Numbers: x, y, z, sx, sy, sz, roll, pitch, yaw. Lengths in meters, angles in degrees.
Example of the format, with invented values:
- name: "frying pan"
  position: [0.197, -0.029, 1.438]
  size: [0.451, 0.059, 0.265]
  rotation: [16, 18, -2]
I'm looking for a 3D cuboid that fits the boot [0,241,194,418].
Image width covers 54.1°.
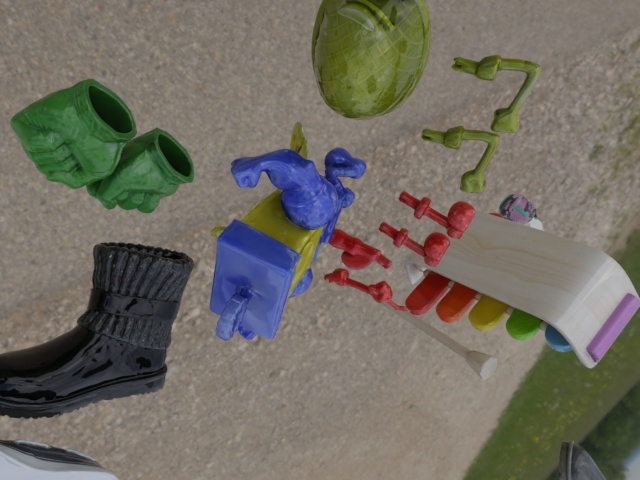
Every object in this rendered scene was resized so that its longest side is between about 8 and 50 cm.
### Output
- name: "boot"
  position: [-0.385, 0.131, 1.037]
  size: [0.348, 0.131, 0.260]
  rotation: [-1, 110, -49]

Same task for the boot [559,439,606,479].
- name: "boot"
  position: [0.393, 0.309, 0.711]
  size: [0.208, 0.190, 0.076]
  rotation: [-12, -164, 33]

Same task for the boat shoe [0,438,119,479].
- name: "boat shoe"
  position: [-0.440, 0.336, 0.903]
  size: [0.301, 0.102, 0.108]
  rotation: [23, 85, -38]

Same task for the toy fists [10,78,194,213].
- name: "toy fists"
  position: [-0.309, -0.118, 0.906]
  size: [0.142, 0.096, 0.279]
  rotation: [-20, 158, 16]

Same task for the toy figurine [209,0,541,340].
- name: "toy figurine"
  position: [0.000, 0.000, 0.517]
  size: [0.217, 0.191, 0.363]
  rotation: [-49, 168, -36]

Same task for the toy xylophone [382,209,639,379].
- name: "toy xylophone"
  position: [0.223, 0.063, 0.825]
  size: [0.236, 0.322, 0.081]
  rotation: [-40, 127, -10]

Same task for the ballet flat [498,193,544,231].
- name: "ballet flat"
  position: [0.403, -0.033, 1.231]
  size: [0.077, 0.079, 0.221]
  rotation: [-46, 156, 9]
